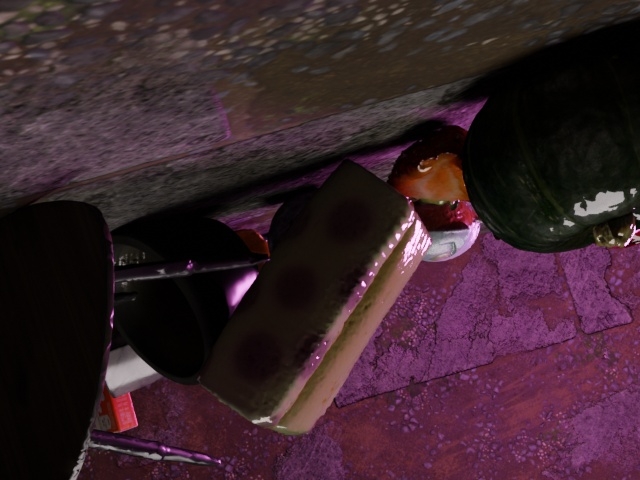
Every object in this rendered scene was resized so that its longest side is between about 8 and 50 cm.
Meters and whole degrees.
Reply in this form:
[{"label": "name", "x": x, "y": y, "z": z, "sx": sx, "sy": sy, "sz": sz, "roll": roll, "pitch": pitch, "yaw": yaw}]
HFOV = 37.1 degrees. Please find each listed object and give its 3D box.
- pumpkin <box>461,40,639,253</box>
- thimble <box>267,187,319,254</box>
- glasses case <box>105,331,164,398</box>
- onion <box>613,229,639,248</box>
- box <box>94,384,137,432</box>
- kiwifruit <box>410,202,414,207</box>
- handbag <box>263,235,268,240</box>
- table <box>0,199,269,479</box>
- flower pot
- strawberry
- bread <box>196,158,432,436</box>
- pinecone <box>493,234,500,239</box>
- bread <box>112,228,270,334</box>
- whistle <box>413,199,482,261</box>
[{"label": "pumpkin", "x": 0.304, "y": -0.093, "z": 1.028, "sx": 0.300, "sy": 0.207, "sz": 0.300, "roll": -16, "pitch": 165, "yaw": -4}, {"label": "thimble", "x": -0.003, "y": 0.000, "z": 1.372, "sx": 0.150, "sy": 0.150, "sz": 0.098, "roll": -16, "pitch": 173, "yaw": -3}, {"label": "glasses case", "x": -0.187, "y": 0.142, "z": 1.435, "sx": 0.299, "sy": 0.060, "sz": 0.114, "roll": -22, "pitch": 135, "yaw": -10}, {"label": "onion", "x": 0.585, "y": -0.084, "z": 1.881, "sx": 0.216, "sy": 0.206, "sz": 0.207, "roll": -20, "pitch": 173, "yaw": 27}, {"label": "box", "x": -0.465, "y": 0.249, "z": 1.852, "sx": 0.048, "sy": 0.273, "sz": 0.265, "roll": -12, "pitch": 172, "yaw": -40}, {"label": "kiwifruit", "x": 0.101, "y": -0.051, "z": 1.541, "sx": 0.075, "sy": 0.075, "sz": 0.124, "roll": -21, "pitch": 175, "yaw": 42}, {"label": "handbag", "x": -0.209, "y": 0.045, "z": 1.684, "sx": 0.229, "sy": 0.062, "sz": 0.179, "roll": -12, "pitch": 170, "yaw": -35}, {"label": "table", "x": -0.207, "y": 0.098, "z": 1.027, "sx": 0.317, "sy": 0.317, "sz": 0.249, "roll": -21, "pitch": 163, "yaw": 38}, {"label": "flower pot", "x": -0.181, "y": 0.061, "z": 1.308, "sx": 0.148, "sy": 0.235, "sz": 0.235, "roll": -37, "pitch": -171, "yaw": -38}, {"label": "strawberry", "x": 0.155, "y": -0.095, "z": 1.202, "sx": 0.140, "sy": 0.085, "sz": 0.192, "roll": -2, "pitch": 162, "yaw": 36}, {"label": "bread", "x": -0.004, "y": 0.076, "z": 1.219, "sx": 0.338, "sy": 0.155, "sz": 0.187, "roll": -55, "pitch": 153, "yaw": -6}, {"label": "pinecone", "x": 0.348, "y": -0.079, "z": 1.568, "sx": 0.165, "sy": 0.163, "sz": 0.163, "roll": -28, "pitch": -177, "yaw": -41}, {"label": "bread", "x": -0.208, "y": 0.094, "z": 1.518, "sx": 0.294, "sy": 0.167, "sz": 0.132, "roll": -12, "pitch": -146, "yaw": -15}, {"label": "whistle", "x": 0.148, "y": -0.021, "z": 1.769, "sx": 0.346, "sy": 0.134, "sz": 0.142, "roll": -5, "pitch": -147, "yaw": -7}]
